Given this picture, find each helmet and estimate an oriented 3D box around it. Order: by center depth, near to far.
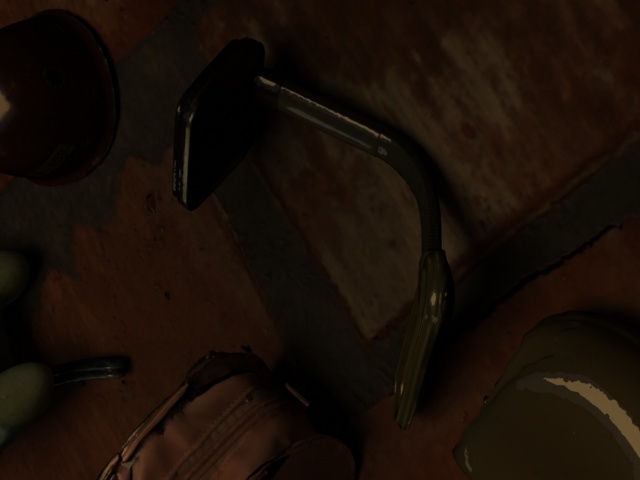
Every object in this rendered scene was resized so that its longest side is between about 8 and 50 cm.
[{"bbox_3d":[-0.275,-0.119,1.267,0.175,0.106,0.155,-26,83,44],"label":"helmet"}]

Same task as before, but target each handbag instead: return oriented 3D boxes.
[{"bbox_3d":[-0.076,0.200,1.124,0.116,0.179,0.205,34,76,31],"label":"handbag"}]

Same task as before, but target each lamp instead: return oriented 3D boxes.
[{"bbox_3d":[0.006,-0.002,1.081,0.283,0.124,0.203,38,141,23],"label":"lamp"}]

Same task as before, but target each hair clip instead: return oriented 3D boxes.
[{"bbox_3d":[-0.281,0.158,1.371,0.275,0.048,0.083,-34,74,37],"label":"hair clip"}]

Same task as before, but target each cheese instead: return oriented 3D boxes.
[{"bbox_3d":[0.189,0.150,0.959,0.202,0.091,0.175,50,127,20],"label":"cheese"}]

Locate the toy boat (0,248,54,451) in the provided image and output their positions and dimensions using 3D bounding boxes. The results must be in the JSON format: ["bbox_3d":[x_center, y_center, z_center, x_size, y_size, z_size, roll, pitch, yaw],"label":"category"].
[{"bbox_3d":[-0.407,0.132,1.334,0.330,0.123,0.215,-24,67,17],"label":"toy boat"}]
